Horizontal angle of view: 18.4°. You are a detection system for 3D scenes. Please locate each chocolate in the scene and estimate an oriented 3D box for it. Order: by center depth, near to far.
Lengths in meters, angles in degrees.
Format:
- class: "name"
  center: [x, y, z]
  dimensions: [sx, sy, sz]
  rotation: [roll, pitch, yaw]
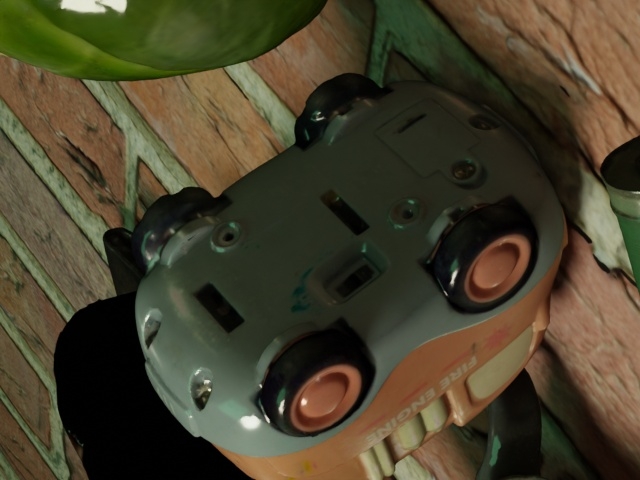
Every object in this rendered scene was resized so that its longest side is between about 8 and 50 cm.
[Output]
- class: "chocolate"
  center: [-0.090, 0.208, 1.838]
  dimensions: [0.340, 0.225, 0.210]
  rotation: [46, 166, 33]

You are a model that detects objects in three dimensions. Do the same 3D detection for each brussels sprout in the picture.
- class: "brussels sprout"
  center: [-0.155, -0.272, 1.304]
  dimensions: [0.276, 0.315, 0.371]
  rotation: [-47, 67, 43]

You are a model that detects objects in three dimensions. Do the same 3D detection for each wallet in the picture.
- class: "wallet"
  center: [-0.154, 0.134, 2.102]
  dimensions: [0.170, 0.044, 0.321]
  rotation: [46, 157, 34]

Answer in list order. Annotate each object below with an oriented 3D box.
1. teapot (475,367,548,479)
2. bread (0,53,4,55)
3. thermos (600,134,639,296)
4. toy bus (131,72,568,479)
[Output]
- class: "teapot"
  center: [0.142, 0.240, 1.430]
  dimensions: [0.223, 0.305, 0.285]
  rotation: [27, 160, -7]
- class: "bread"
  center: [-0.341, -0.371, 1.908]
  dimensions: [0.405, 0.242, 0.345]
  rotation: [6, 126, 23]
- class: "thermos"
  center: [0.216, 0.032, 1.138]
  dimensions: [0.083, 0.073, 0.187]
  rotation: [21, 136, 55]
- class: "toy bus"
  center: [0.030, 0.049, 1.307]
  dimensions: [0.194, 0.288, 0.232]
  rotation: [44, 165, 42]
